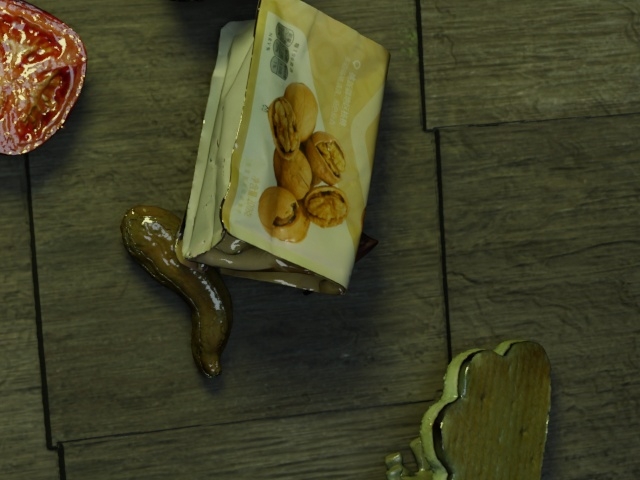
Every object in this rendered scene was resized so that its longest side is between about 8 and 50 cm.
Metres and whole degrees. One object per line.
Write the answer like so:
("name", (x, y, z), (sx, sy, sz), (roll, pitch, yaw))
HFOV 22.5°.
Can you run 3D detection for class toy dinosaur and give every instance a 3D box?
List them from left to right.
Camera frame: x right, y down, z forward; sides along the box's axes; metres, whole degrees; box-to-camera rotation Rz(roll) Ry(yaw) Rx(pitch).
("toy dinosaur", (0.145, 0.345, 2.001), (0.248, 0.075, 0.188), (-28, 96, -33))

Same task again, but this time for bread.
("bread", (0.199, 0.248, 1.977), (0.207, 0.056, 0.286), (24, 70, -38))

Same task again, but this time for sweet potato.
("sweet potato", (-0.161, 0.052, 1.931), (0.081, 0.062, 0.233), (-28, 103, 5))

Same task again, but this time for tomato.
("tomato", (-0.365, -0.188, 1.856), (0.166, 0.082, 0.174), (24, 83, -17))

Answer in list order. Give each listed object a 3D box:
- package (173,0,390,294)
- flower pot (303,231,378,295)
("package", (-0.059, -0.108, 1.887), (0.221, 0.165, 0.311), (24, 68, -38))
("flower pot", (0.000, 0.000, 1.952), (0.111, 0.111, 0.089), (-36, 85, -9))
